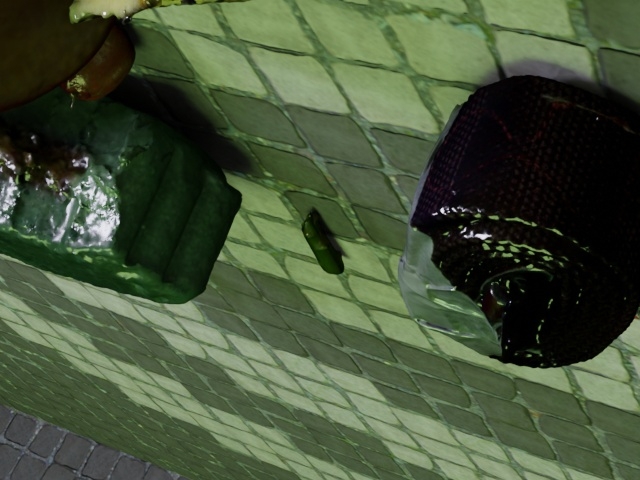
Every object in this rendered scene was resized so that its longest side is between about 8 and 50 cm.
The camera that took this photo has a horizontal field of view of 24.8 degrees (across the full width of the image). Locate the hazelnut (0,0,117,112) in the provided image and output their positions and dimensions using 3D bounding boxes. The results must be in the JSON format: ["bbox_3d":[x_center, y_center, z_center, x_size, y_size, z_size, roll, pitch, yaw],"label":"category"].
[{"bbox_3d":[-0.263,-0.211,1.057,0.229,0.229,0.229,24,160,9],"label":"hazelnut"}]

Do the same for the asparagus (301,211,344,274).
[{"bbox_3d":[0.000,0.001,1.482,0.021,0.025,0.108,-3,146,20],"label":"asparagus"}]

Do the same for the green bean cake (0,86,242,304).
[{"bbox_3d":[-0.269,-0.071,1.398,0.308,0.169,0.300,13,167,41],"label":"green bean cake"}]

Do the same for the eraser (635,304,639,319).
[{"bbox_3d":[0.255,0.050,1.276,0.099,0.019,0.027,20,159,19],"label":"eraser"}]

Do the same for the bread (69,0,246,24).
[{"bbox_3d":[-0.050,-0.200,0.942,0.266,0.178,0.142,-6,110,53],"label":"bread"}]

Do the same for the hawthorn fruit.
[{"bbox_3d":[-0.202,-0.160,1.275,0.077,0.077,0.077,24,160,9],"label":"hawthorn fruit"}]

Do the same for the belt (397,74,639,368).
[{"bbox_3d":[0.155,0.009,1.095,0.184,0.164,0.289,16,159,7],"label":"belt"}]
